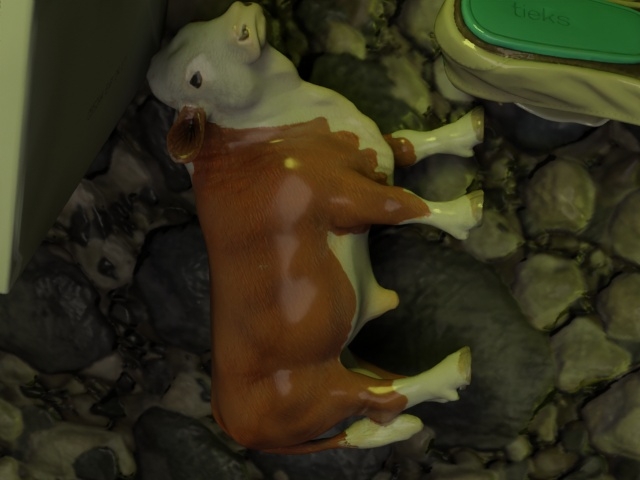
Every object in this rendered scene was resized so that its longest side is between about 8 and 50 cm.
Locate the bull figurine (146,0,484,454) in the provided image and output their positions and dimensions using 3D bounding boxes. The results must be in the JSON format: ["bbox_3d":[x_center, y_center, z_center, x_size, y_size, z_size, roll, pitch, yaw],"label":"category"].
[{"bbox_3d":[0.000,0.000,0.691,0.189,0.101,0.310,3,121,5],"label":"bull figurine"}]

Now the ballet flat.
[{"bbox_3d":[0.183,-0.089,0.631,0.249,0.086,0.086,13,122,2],"label":"ballet flat"}]

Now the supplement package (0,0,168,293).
[{"bbox_3d":[-0.160,-0.142,0.532,0.145,0.262,0.204,14,122,-1],"label":"supplement package"}]
